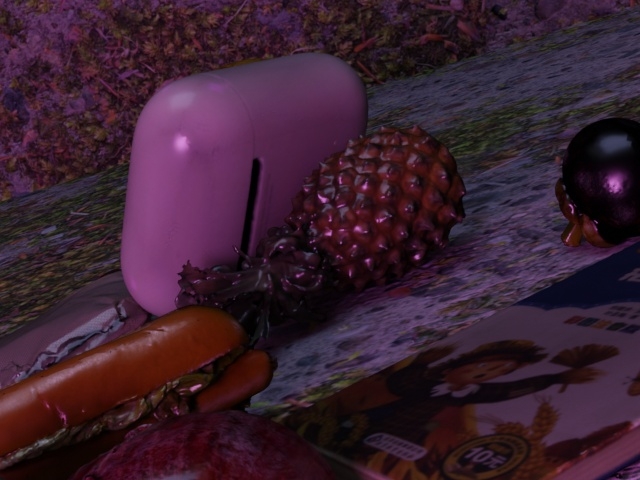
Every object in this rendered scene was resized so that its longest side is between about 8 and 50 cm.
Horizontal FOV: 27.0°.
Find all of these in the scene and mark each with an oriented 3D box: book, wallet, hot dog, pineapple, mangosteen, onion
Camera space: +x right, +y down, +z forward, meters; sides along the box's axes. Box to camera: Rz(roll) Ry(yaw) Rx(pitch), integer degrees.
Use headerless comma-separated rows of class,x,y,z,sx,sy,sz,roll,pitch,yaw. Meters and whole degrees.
book,0.207,0.097,1.052,0.428,0.039,0.300,-25,14,-24
wallet,-0.334,0.134,1.600,0.335,0.068,0.275,-29,12,-17
hot dog,-0.189,0.159,1.148,0.337,0.135,0.100,-23,35,-18
pineapple,0.000,0.000,1.474,0.361,0.175,0.175,-29,16,-27
mangosteen,0.303,-0.053,1.392,0.151,0.137,0.137,-50,2,21
onion,-0.099,0.195,0.893,0.227,0.120,0.283,-23,13,3

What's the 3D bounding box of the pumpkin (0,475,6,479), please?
pumpkin,-0.256,0.244,0.888,0.110,0.217,0.217,21,3,-17

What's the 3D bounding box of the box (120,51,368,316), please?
box,-0.083,-0.069,1.565,0.141,0.288,0.349,27,29,30

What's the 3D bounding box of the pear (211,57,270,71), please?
pear,-0.107,-0.132,1.960,0.271,0.271,0.271,-17,13,4
